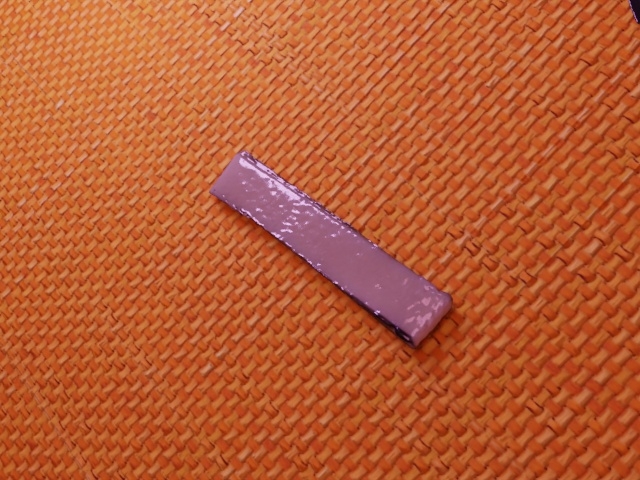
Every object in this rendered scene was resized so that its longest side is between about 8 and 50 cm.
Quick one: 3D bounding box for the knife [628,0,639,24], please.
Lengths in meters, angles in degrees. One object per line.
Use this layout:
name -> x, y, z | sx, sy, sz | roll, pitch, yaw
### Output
knife -> 0.410, -0.289, 1.026 | 0.023, 0.010, 0.170 | -15, 64, 11

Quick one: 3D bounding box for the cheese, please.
cheese -> 0.002, 0.000, 1.078 | 0.400, 0.034, 0.085 | 36, 83, 29
